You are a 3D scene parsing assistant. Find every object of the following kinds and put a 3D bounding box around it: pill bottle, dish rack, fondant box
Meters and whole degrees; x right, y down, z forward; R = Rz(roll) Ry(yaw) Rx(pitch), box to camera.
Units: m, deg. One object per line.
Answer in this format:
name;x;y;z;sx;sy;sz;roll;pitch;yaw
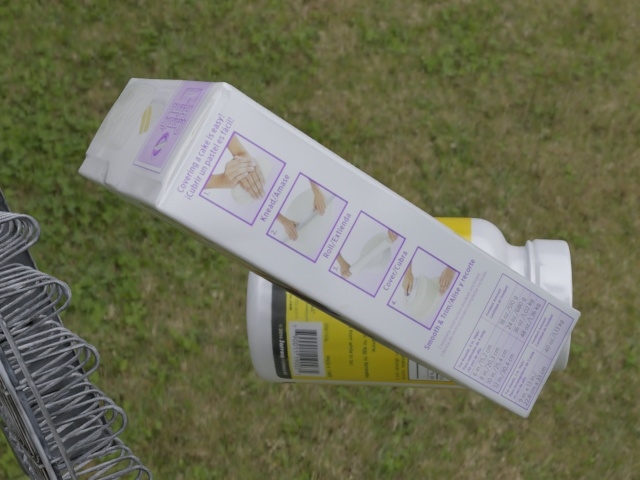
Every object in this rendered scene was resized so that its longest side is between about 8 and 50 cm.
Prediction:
pill bottle;0.098;0.067;1.150;0.334;0.187;0.187;1;52;7
dish rack;-0.164;0.068;0.592;0.074;0.271;0.208;-27;103;-20
fondant box;0.000;0.000;0.807;0.330;0.238;0.096;30;86;-25
